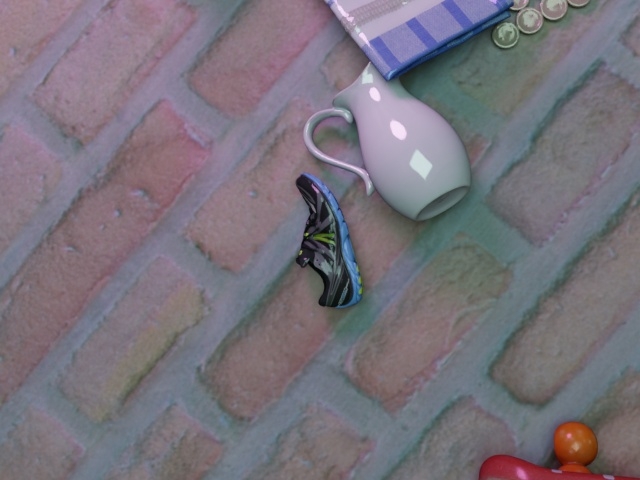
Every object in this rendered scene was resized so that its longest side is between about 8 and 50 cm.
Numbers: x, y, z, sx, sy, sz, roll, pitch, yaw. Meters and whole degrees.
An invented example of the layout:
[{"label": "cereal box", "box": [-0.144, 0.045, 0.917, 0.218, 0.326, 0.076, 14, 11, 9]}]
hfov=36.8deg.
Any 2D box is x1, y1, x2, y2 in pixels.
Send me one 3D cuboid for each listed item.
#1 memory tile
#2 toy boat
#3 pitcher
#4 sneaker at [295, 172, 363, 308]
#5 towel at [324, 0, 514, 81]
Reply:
[{"label": "memory tile", "box": [0.279, -0.335, 1.291, 0.148, 0.012, 0.113, -29, 84, 5]}, {"label": "toy boat", "box": [0.315, 0.299, 1.206, 0.231, 0.151, 0.151, 5, 57, 6]}, {"label": "pitcher", "box": [0.085, -0.117, 1.255, 0.178, 0.125, 0.207, -36, 73, 19]}, {"label": "sneaker", "box": [0.000, 0.000, 1.275, 0.078, 0.067, 0.188, -16, 88, -1]}, {"label": "towel", "box": [0.093, -0.361, 1.257, 0.209, 0.034, 0.285, -30, 73, -11]}]
